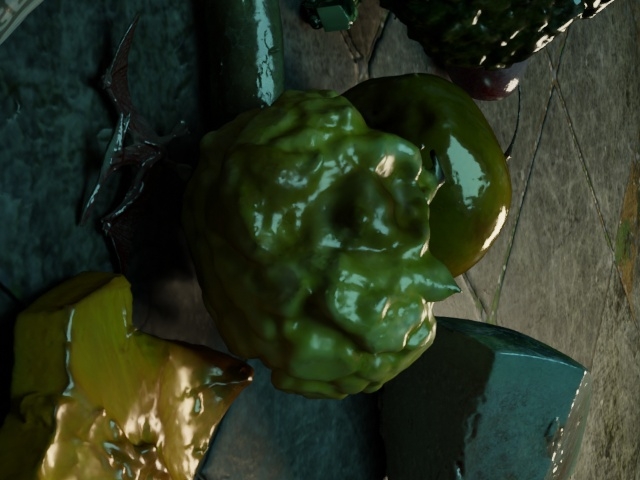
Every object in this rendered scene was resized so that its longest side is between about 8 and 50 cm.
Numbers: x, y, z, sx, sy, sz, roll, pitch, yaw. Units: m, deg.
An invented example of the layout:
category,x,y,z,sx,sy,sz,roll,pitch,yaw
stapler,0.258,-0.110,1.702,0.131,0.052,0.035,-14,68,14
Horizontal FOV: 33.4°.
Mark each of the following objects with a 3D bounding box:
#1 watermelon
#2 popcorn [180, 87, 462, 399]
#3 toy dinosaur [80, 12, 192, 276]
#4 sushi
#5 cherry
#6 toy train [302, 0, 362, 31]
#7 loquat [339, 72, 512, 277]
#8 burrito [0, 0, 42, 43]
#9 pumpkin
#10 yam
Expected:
category,x,y,z,sx,sy,sz,roll,pitch,yaw
watermelon,0.179,0.230,1.222,0.258,0.228,0.387,-66,153,-21
popcorn,0.007,0.001,0.851,0.249,0.225,0.249,170,-90,-76
toy dinosaur,-0.142,-0.063,0.821,0.108,0.032,0.220,-7,98,-63
sushi,0.199,-0.358,1.102,0.178,0.352,0.294,35,29,-47
cherry,0.204,-0.219,1.349,0.148,0.115,0.188,67,38,-68
toy train,0.018,-0.243,1.077,0.083,0.053,0.033,-60,138,-39
loquat,0.091,-0.048,1.062,0.246,0.213,0.213,60,41,-54
burrito,-0.167,-0.209,0.583,0.139,0.101,0.445,47,71,-12
pumpkin,-0.141,0.153,0.743,0.290,0.095,0.258,53,34,-58
yam,-0.065,-0.156,0.922,0.069,0.069,0.147,-13,100,-60
